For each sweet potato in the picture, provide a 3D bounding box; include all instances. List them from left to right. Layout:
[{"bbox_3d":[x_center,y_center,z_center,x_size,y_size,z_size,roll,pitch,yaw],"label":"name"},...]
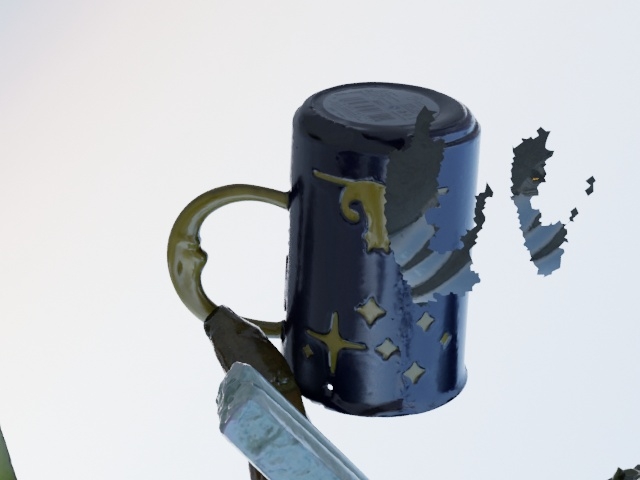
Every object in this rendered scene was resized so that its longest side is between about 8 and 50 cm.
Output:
[{"bbox_3d":[-0.037,0.164,1.369,0.075,0.075,0.273,-40,-131,26],"label":"sweet potato"}]

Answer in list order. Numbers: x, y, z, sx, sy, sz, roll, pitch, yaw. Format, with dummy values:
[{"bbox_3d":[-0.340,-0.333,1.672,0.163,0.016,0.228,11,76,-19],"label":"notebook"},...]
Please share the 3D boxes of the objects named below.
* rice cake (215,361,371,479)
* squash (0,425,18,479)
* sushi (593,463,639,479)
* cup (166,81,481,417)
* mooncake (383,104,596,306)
[{"bbox_3d":[0.008,0.168,1.101,0.040,0.226,0.085,-43,-154,3],"label":"rice cake"},{"bbox_3d":[-0.290,0.102,1.054,0.155,0.237,0.204,-15,158,-12],"label":"squash"},{"bbox_3d":[0.446,0.299,1.619,0.397,0.240,0.351,-20,172,-6],"label":"sushi"},{"bbox_3d":[0.013,0.007,1.405,0.178,0.255,0.256,-136,-137,-57],"label":"cup"},{"bbox_3d":[0.179,0.063,0.523,0.057,0.347,0.150,17,88,-75],"label":"mooncake"}]
